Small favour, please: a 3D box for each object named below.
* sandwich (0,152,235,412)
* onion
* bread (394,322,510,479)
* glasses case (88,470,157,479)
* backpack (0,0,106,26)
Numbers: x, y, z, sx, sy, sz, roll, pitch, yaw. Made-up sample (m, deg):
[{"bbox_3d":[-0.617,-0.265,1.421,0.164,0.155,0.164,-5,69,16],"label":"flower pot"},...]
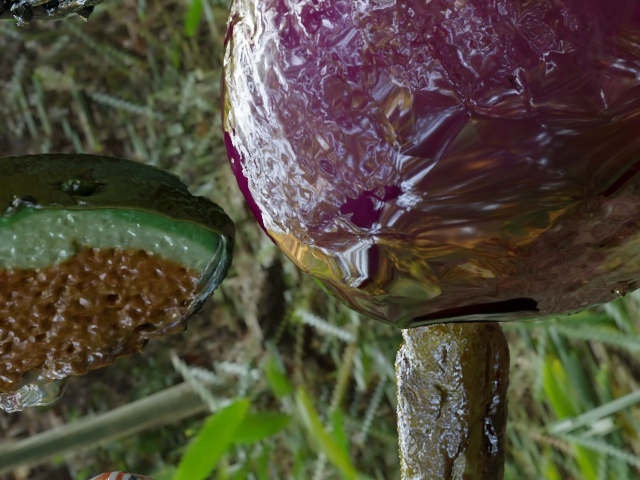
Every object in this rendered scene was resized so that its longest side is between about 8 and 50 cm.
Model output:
[{"bbox_3d":[-0.208,0.025,1.148,0.109,0.292,0.212,-113,4,-55],"label":"sandwich"},{"bbox_3d":[0.086,-0.141,0.820,0.385,0.348,0.347,58,160,25],"label":"onion"},{"bbox_3d":[0.133,0.211,1.584,0.124,0.084,0.344,18,119,33],"label":"bread"},{"bbox_3d":[-0.068,0.185,0.628,0.049,0.073,0.194,22,-146,-52],"label":"glasses case"},{"bbox_3d":[-0.250,-0.288,1.461,0.258,0.206,0.133,-15,85,32],"label":"backpack"}]
